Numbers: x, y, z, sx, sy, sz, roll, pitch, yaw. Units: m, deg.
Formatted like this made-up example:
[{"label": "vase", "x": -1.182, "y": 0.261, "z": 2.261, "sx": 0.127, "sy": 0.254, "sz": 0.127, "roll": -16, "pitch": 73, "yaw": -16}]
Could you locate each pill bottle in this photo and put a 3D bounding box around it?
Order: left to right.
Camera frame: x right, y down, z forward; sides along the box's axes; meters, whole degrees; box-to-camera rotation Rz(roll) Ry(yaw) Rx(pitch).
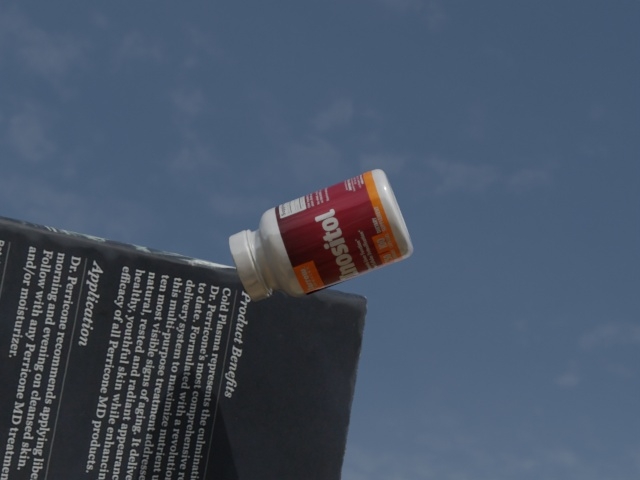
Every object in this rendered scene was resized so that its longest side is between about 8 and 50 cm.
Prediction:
[{"label": "pill bottle", "x": 0.000, "y": 0.000, "z": 1.183, "sx": 0.152, "sy": 0.086, "sz": 0.086, "roll": -21, "pitch": -49, "yaw": 5}]

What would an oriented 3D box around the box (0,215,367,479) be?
[{"label": "box", "x": -0.290, "y": 0.149, "z": 1.404, "sx": 0.472, "sy": 0.297, "sz": 0.480, "roll": 16, "pitch": -9, "yaw": -35}]
